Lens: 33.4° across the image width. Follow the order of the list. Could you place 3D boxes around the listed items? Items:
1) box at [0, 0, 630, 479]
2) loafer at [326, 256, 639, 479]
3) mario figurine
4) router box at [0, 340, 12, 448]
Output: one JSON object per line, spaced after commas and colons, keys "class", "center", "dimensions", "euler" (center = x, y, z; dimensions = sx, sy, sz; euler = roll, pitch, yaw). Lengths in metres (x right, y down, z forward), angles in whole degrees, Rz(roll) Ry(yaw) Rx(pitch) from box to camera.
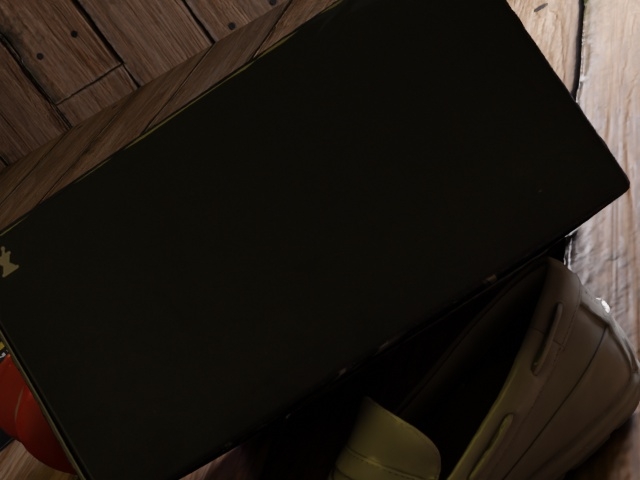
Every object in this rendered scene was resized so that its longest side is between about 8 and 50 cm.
{"class": "box", "center": [0.000, 0.000, 0.727], "dimensions": [0.343, 0.179, 0.312], "euler": [-34, -8, 7]}
{"class": "loafer", "center": [0.048, 0.137, 0.611], "dimensions": [0.319, 0.111, 0.112], "euler": [-42, 21, -17]}
{"class": "mario figurine", "center": [-0.210, 0.099, 0.944], "dimensions": [0.170, 0.198, 0.320], "euler": [-34, 7, 10]}
{"class": "router box", "center": [-0.418, 0.184, 1.281], "dimensions": [0.309, 0.081, 0.243], "euler": [-42, 21, -16]}
